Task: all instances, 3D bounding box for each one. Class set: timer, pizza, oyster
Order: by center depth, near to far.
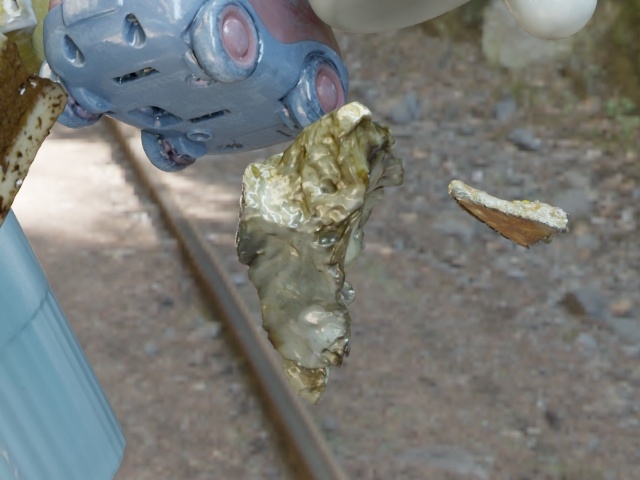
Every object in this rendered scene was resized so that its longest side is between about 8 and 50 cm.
[{"bbox_3d":[-0.005,0.001,1.180,0.110,0.341,0.166,17,64,12],"label":"oyster"},{"bbox_3d":[0.096,-0.251,1.203,0.233,0.240,0.233,-22,-14,-6],"label":"timer"},{"bbox_3d":[0.286,-0.038,2.018,0.185,0.052,0.195,29,-10,-31],"label":"pizza"}]

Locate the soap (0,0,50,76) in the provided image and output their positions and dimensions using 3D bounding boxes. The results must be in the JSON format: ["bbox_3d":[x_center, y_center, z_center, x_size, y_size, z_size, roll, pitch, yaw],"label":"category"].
[{"bbox_3d":[-0.412,-0.254,1.403,0.293,0.156,0.335,-23,59,6],"label":"soap"}]

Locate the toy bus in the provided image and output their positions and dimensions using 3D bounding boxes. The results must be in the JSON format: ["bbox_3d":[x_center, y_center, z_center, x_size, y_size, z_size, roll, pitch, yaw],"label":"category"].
[{"bbox_3d":[-0.109,-0.207,1.283,0.197,0.232,0.294,-13,-21,32],"label":"toy bus"}]

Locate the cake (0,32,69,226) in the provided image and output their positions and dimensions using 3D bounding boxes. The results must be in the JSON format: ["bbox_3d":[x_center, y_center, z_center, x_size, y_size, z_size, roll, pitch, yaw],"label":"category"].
[{"bbox_3d":[-0.260,-0.009,0.786,0.135,0.246,0.112,10,-19,35],"label":"cake"}]

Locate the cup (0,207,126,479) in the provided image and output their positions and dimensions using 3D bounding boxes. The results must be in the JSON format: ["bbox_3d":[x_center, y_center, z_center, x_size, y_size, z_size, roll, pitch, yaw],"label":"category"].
[{"bbox_3d":[-0.364,0.125,1.216,0.331,0.311,0.257,-35,24,-24],"label":"cup"}]
